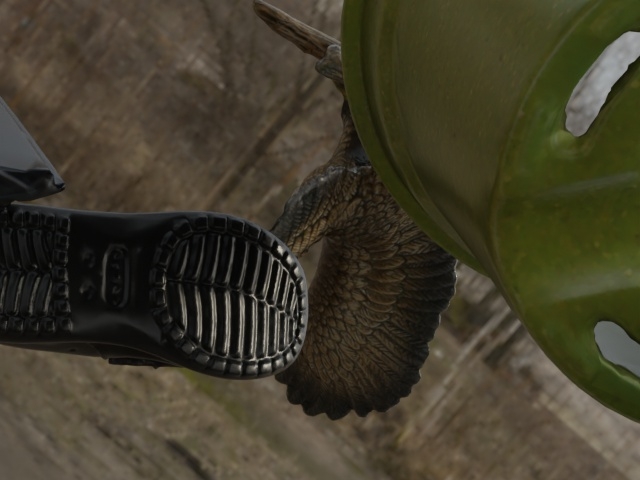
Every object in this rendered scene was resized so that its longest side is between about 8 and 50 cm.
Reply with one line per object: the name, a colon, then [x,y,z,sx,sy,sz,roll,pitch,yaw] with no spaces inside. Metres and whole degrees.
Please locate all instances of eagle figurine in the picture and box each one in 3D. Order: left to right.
eagle figurine: [0.000,0.000,1.050,0.226,0.298,0.225,24,-1,13]

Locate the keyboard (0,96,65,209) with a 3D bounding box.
keyboard: [-0.250,-0.081,0.616,0.201,0.033,0.317,10,15,-29]

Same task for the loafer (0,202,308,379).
loafer: [-0.099,0.020,0.649,0.220,0.080,0.078,15,-11,-40]

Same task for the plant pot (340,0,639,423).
plant pot: [0.146,-0.054,0.539,0.276,0.276,0.254,39,17,-13]
